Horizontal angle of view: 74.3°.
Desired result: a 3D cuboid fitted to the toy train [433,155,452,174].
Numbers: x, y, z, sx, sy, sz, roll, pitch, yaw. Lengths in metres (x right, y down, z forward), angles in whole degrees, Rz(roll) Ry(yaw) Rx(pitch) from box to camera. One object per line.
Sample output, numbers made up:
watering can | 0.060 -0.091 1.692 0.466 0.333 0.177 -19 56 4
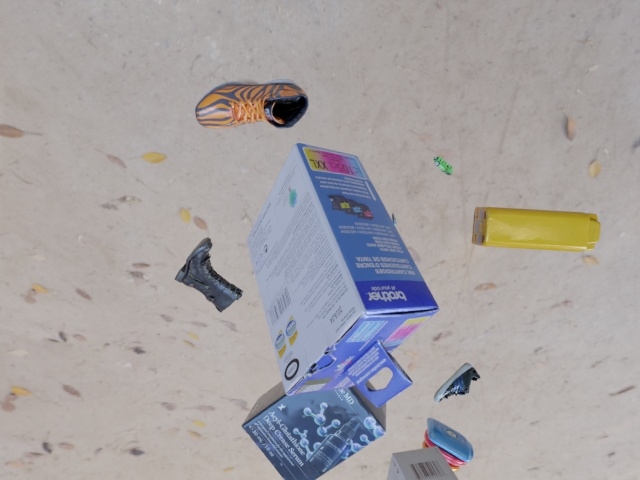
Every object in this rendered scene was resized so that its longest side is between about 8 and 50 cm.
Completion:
toy train | 0.286 -0.173 0.987 0.017 0.024 0.083 -5 165 41

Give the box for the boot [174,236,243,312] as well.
boot | -0.368 0.127 1.485 0.229 0.091 0.263 36 128 -10

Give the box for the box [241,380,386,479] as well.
box | -0.013 0.602 1.466 0.395 0.212 0.293 -39 90 11

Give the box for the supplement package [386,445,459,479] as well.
supplement package | 0.192 0.515 0.825 0.105 0.105 0.179 -1 112 -16

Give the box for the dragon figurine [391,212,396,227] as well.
dragon figurine | 0.125 0.031 1.267 0.144 0.085 0.289 -3 152 -21

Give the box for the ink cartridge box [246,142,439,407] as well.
ink cartridge box | 0.017 0.075 0.715 0.151 0.396 0.270 4 139 -30

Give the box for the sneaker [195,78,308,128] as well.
sneaker | -0.185 -0.370 1.170 0.321 0.180 0.125 -18 125 -9

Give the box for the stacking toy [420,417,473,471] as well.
stacking toy | 0.391 0.805 1.485 0.165 0.175 0.302 28 95 11

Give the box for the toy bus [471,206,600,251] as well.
toy bus | 0.581 -0.030 1.129 0.332 0.130 0.108 3 93 -1

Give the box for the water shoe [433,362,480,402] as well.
water shoe | 0.496 0.526 1.521 0.203 0.080 0.073 -34 155 -22
